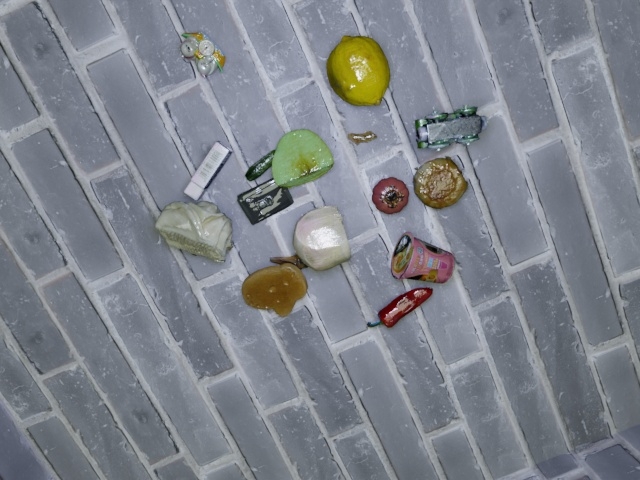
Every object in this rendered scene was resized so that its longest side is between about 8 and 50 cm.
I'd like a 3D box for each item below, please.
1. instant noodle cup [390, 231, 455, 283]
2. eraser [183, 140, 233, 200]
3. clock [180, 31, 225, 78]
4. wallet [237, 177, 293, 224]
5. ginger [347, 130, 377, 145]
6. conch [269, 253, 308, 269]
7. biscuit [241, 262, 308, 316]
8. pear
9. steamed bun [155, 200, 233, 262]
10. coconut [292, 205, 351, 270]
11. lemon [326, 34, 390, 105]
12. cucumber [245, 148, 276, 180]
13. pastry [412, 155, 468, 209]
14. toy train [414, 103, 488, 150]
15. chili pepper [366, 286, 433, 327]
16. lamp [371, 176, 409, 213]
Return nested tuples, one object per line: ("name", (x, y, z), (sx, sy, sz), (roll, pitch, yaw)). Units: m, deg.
("instant noodle cup", (0.506, 0.103, 1.958), (0.255, 0.244, 0.243), (16, 101, -11))
("eraser", (-0.530, -0.329, 1.887), (0.086, 0.130, 0.287), (35, 97, -11))
("clock", (-0.533, -0.837, 1.797), (0.231, 0.103, 0.144), (44, 89, -10))
("wallet", (-0.269, -0.199, 1.960), (0.245, 0.052, 0.168), (-27, 104, 2))
("ginger", (0.200, -0.492, 1.913), (0.137, 0.044, 0.057), (-4, 131, 6))
("conch", (-0.136, 0.113, 2.008), (0.233, 0.086, 0.080), (-13, 126, 8))
("biscuit", (-0.221, 0.256, 2.022), (0.344, 0.057, 0.287), (-21, 114, 16))
("pear", (-0.096, -0.394, 1.885), (0.288, 0.139, 0.239), (-21, 86, 7))
("steamed bun", (-0.566, -0.072, 1.874), (0.347, 0.394, 0.237), (0, 64, 37))
("coconut", (0.000, 0.000, 1.880), (0.255, 0.297, 0.297), (-13, 101, 3))
("lemon", (0.167, -0.733, 1.756), (0.268, 0.268, 0.321), (-21, 101, 3))
("cucumber", (-0.268, -0.367, 1.916), (0.227, 0.069, 0.069), (-39, 100, 4))
("pastry", (0.567, -0.273, 1.926), (0.236, 0.121, 0.257), (-35, 102, 10))
("toy train", (0.572, -0.508, 1.810), (0.307, 0.249, 0.173), (-11, 104, 2))
("chili pepper", (0.407, 0.349, 2.051), (0.388, 0.110, 0.110), (-38, 100, 6))
("lamp", (0.337, -0.213, 1.921), (0.182, 0.140, 0.181), (0, 106, 0))
